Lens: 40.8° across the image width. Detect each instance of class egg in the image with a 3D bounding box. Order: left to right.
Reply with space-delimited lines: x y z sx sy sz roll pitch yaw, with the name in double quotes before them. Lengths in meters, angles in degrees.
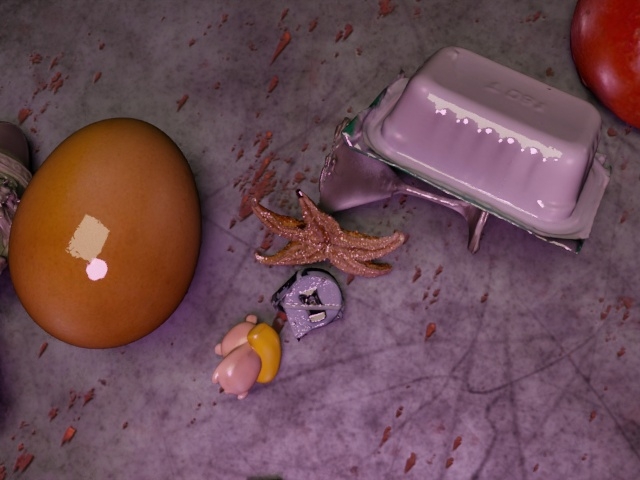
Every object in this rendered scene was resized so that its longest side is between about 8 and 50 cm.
"egg" -0.286 -0.012 1.175 0.250 0.250 0.323 10 72 9

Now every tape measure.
"tape measure" -0.016 0.084 1.211 0.094 0.054 0.091 -33 105 6

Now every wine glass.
"wine glass" 0.121 -0.069 1.193 0.232 0.156 0.156 18 81 7

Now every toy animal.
"toy animal" -0.108 0.164 1.211 0.082 0.091 0.114 24 67 39

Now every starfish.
"starfish" 0.000 -0.001 1.188 0.240 0.227 0.043 -16 46 35

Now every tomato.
"tomato" 0.525 -0.310 1.175 0.334 0.176 0.290 -28 79 0

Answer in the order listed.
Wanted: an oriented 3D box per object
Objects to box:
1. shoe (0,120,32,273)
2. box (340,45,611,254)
"shoe" -0.459 -0.063 1.227 0.109 0.149 0.293 21 60 -30
"box" 0.232 -0.152 1.139 0.336 0.106 0.264 26 41 11
